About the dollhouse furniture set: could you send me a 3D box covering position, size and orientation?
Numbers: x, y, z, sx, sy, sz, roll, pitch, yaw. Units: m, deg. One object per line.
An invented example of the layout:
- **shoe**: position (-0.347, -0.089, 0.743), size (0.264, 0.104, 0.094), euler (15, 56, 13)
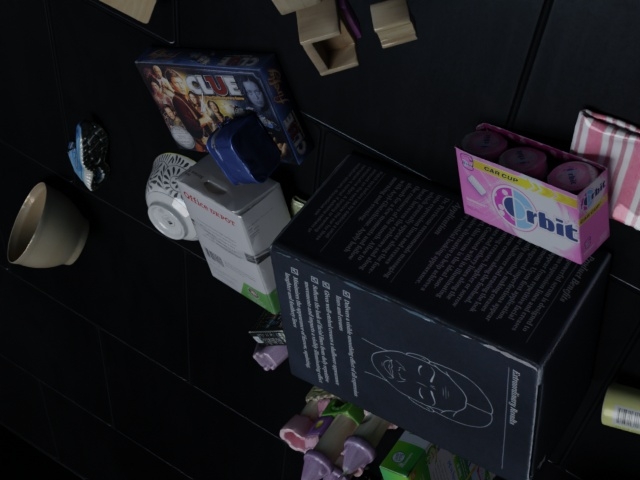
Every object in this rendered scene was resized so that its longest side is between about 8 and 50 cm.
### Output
- **dollhouse furniture set**: position (0.083, -0.364, 1.170), size (0.303, 0.198, 0.286), euler (-14, 151, 16)

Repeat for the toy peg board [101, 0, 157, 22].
- **toy peg board**: position (-0.270, -0.395, 1.494), size (0.161, 0.079, 0.161), euler (26, 150, -9)

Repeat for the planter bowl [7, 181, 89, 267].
- **planter bowl**: position (-0.506, -0.016, 2.131), size (0.109, 0.162, 0.162), euler (23, 157, -29)

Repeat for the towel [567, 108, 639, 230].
- **towel**: position (0.371, -0.062, 1.286), size (0.197, 0.029, 0.144), euler (25, 145, 21)

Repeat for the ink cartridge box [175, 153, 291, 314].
- **ink cartridge box**: position (-0.118, -0.014, 1.755), size (0.160, 0.092, 0.219), euler (30, 148, 38)

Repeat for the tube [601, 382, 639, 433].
- **tube**: position (0.504, 0.251, 1.523), size (0.240, 0.062, 0.070), euler (13, -176, 28)

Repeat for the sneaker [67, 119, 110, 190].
- **sneaker**: position (-0.408, -0.151, 1.931), size (0.073, 0.063, 0.162), euler (34, 148, 14)

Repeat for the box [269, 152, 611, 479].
- **box**: position (0.160, 0.106, 1.537), size (0.395, 0.212, 0.293), euler (24, 145, 24)

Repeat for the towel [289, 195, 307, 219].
- **towel**: position (0.000, 0.000, 1.732), size (0.110, 0.027, 0.148), euler (29, 147, 26)

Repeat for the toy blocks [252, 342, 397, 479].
- **toy blocks**: position (0.019, 0.296, 1.869), size (0.309, 0.260, 0.289), euler (49, 147, -15)

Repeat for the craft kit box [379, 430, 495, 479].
- **craft kit box**: position (0.201, 0.341, 1.755), size (0.061, 0.246, 0.250), euler (14, 140, 33)

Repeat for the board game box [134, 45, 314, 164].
- **board game box**: position (-0.140, -0.196, 1.621), size (0.243, 0.042, 0.165), euler (10, 138, 38)

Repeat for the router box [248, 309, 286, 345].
- **router box**: position (-0.049, 0.116, 1.843), size (0.092, 0.122, 0.038), euler (-7, 130, 50)

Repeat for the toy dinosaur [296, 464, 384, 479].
- **toy dinosaur**: position (0.070, 0.530, 2.229), size (0.322, 0.164, 0.218), euler (-15, 139, 28)

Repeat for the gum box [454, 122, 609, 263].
- **gum box**: position (0.249, -0.061, 1.354), size (0.188, 0.062, 0.107), euler (27, 146, 38)

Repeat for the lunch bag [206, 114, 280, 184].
- **lunch bag**: position (-0.112, -0.127, 1.575), size (0.065, 0.067, 0.098), euler (-4, 127, 47)

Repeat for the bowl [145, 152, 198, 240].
- **bowl**: position (-0.230, -0.054, 1.855), size (0.170, 0.080, 0.170), euler (25, 145, 19)
